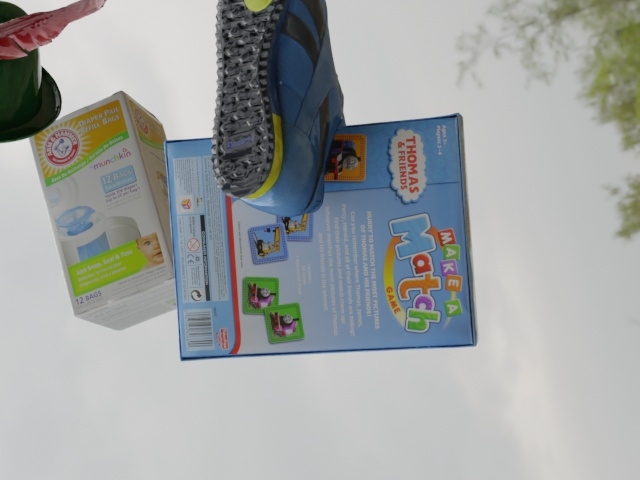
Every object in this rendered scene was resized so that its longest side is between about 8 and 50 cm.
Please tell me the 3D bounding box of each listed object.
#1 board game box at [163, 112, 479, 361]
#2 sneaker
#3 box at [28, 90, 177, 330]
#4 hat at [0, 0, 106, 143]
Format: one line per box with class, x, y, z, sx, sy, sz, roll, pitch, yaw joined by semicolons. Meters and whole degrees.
board game box;0.000;0.000;0.790;0.039;0.212;0.160;-4;-89;-77
sneaker;-0.021;-0.119;0.749;0.082;0.069;0.209;13;-103;-46
box;-0.199;-0.027;1.117;0.103;0.114;0.203;40;-150;-70
hat;-0.296;-0.204;0.994;0.173;0.209;0.183;-90;17;-50
